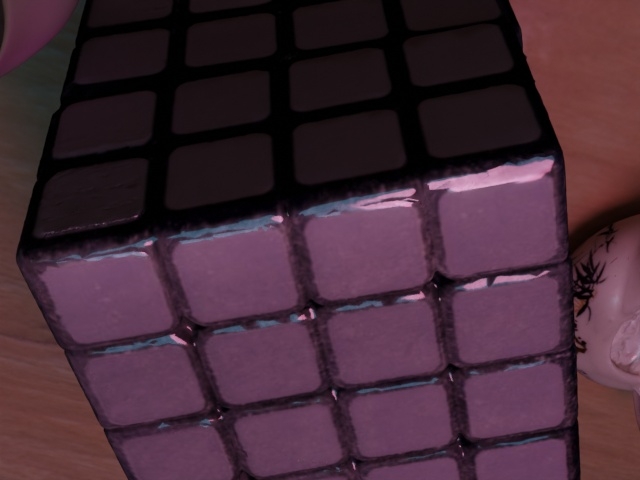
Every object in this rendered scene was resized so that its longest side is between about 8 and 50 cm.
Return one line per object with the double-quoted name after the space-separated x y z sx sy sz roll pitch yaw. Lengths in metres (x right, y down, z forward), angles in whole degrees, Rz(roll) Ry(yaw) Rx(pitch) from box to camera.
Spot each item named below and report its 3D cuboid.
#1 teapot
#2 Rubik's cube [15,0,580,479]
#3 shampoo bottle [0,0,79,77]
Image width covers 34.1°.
0.342 0.086 1.049 0.208 0.166 0.299 -17 120 -6 "teapot"
0.000 0.000 0.826 0.344 0.337 0.344 -10 131 4 "Rubik's cube"
-0.261 -0.172 0.651 0.222 0.349 0.151 26 122 -24 "shampoo bottle"
